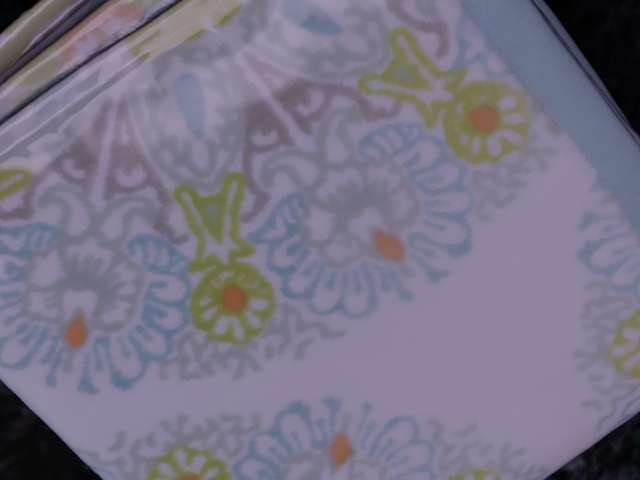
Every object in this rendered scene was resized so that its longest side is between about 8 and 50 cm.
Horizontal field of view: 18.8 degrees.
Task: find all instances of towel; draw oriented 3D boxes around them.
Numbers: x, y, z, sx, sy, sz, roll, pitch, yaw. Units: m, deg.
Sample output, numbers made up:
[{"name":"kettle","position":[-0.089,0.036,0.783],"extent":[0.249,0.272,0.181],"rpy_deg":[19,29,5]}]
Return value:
[{"name":"towel","position":[0.000,0.000,0.962],"extent":[0.320,0.090,0.374],"rpy_deg":[-36,116,9]}]
